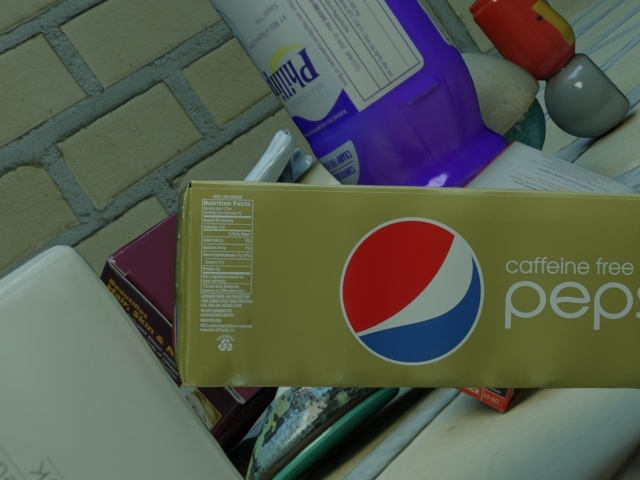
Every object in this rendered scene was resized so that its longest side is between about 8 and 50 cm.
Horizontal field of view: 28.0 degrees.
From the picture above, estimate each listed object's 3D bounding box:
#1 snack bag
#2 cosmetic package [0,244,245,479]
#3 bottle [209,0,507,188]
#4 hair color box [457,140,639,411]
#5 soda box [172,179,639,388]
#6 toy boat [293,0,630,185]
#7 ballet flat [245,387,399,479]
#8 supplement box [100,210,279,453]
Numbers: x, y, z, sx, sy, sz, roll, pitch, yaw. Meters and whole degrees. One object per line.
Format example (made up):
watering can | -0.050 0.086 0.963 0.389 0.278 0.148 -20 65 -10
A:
snack bag | -0.108 0.052 1.030 0.323 0.037 0.342 -55 2 -4
cosmetic package | -0.228 0.205 0.341 0.453 0.161 0.230 -38 6 -33
bottle | 0.028 -0.089 0.731 0.092 0.283 0.118 -36 6 -15
hair color box | 0.086 0.011 0.581 0.141 0.072 0.043 -39 -34 -46
soda box | 0.047 0.014 0.386 0.181 0.058 0.061 2 -1 -9
toy boat | 0.112 -0.067 0.945 0.318 0.148 0.267 -47 6 -32
ballet flat | 0.027 0.053 0.645 0.188 0.070 0.070 -34 5 -13
supplement box | -0.078 0.068 0.738 0.081 0.104 0.188 -39 -9 -34
